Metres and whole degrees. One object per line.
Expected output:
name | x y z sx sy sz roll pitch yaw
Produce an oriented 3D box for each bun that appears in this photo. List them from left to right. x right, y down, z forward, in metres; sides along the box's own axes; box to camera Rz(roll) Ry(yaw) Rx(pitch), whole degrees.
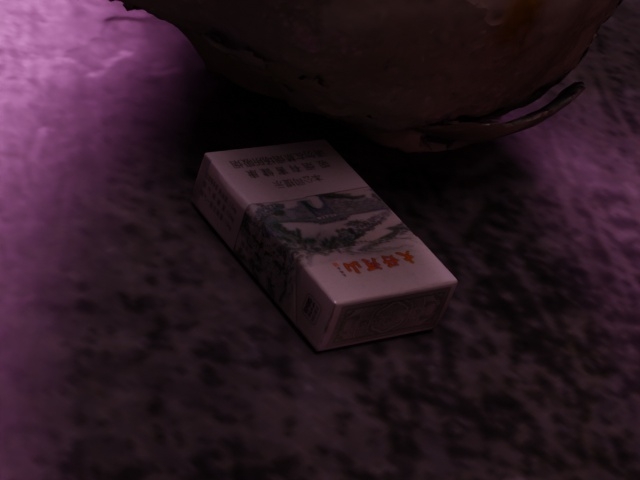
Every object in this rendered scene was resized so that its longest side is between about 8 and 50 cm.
bun | 0.007 -0.131 0.720 0.239 0.141 0.239 23 41 -21

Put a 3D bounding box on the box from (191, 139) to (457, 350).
box | 0.000 0.000 0.641 0.054 0.024 0.083 -7 42 -38
